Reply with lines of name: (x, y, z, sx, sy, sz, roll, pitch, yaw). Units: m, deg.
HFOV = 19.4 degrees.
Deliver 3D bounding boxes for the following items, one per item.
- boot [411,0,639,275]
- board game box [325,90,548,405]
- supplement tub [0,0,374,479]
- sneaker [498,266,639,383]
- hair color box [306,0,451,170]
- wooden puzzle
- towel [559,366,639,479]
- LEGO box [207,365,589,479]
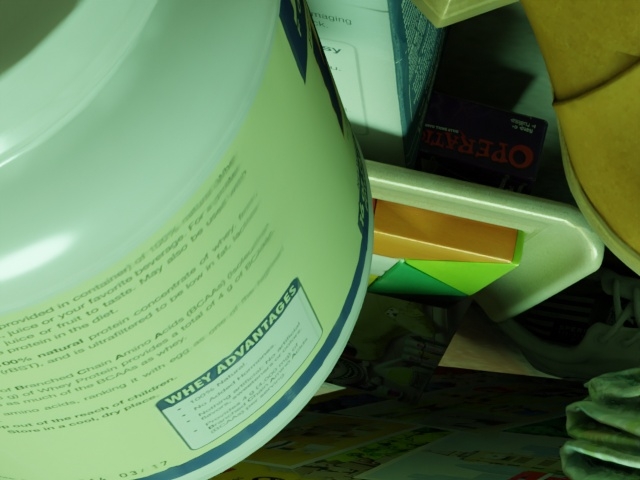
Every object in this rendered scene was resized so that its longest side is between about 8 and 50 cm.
boot: (0.140, -0.104, 0.630, 0.295, 0.104, 0.211, 45, 143, 22)
board game box: (0.000, 0.000, 1.186, 0.208, 0.056, 0.347, 18, 153, 0)
supplement tub: (-0.116, -0.050, 0.688, 0.235, 0.235, 0.325, 11, 160, 14)
sneaker: (0.227, 0.066, 1.286, 0.258, 0.094, 0.091, -2, 159, 43)
hair color box: (-0.036, -0.153, 0.856, 0.174, 0.105, 0.347, 13, 161, 10)
wooden puzzle: (0.013, -0.005, 1.019, 0.239, 0.044, 0.221, 17, 167, -6)
towel: (0.344, 0.075, 0.957, 0.374, 0.090, 0.320, -9, 174, -14)
LEGO box: (0.094, 0.223, 1.247, 0.372, 0.193, 0.500, 4, -173, 36)
